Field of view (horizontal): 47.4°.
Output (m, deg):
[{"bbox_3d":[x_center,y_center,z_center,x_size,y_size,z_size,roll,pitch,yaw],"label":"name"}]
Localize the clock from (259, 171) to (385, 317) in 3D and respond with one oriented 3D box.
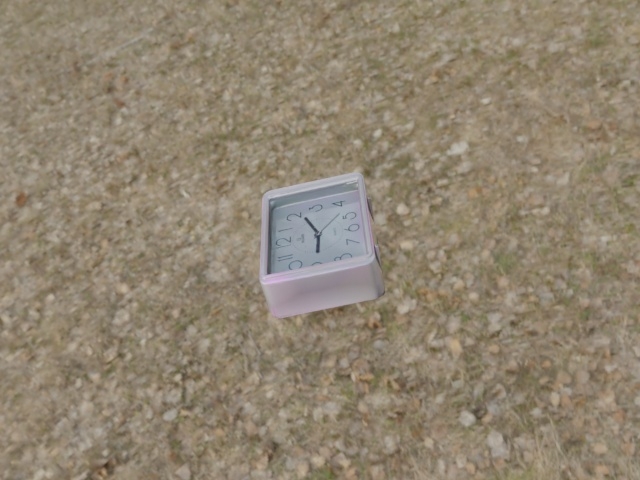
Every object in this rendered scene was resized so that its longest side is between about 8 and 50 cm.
[{"bbox_3d":[0.000,0.000,0.951,0.150,0.063,0.197,-12,39,7],"label":"clock"}]
